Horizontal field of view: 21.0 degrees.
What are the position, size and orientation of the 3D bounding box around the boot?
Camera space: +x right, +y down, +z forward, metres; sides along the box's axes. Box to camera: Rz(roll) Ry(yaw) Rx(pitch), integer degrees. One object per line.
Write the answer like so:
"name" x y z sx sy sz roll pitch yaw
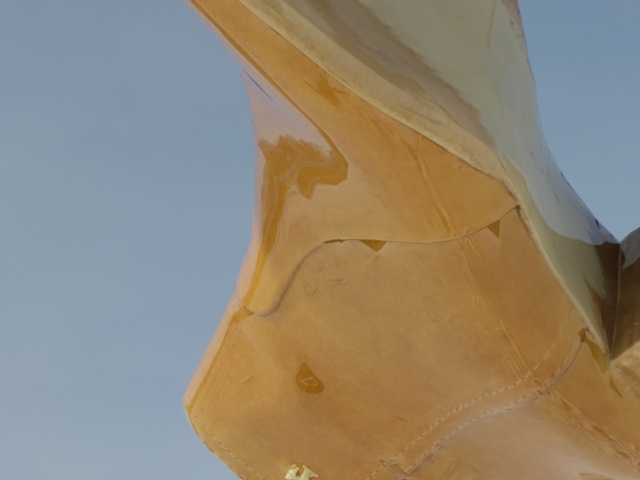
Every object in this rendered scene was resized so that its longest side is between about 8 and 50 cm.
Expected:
"boot" 0.001 0.000 0.553 0.295 0.104 0.211 34 -47 -13
